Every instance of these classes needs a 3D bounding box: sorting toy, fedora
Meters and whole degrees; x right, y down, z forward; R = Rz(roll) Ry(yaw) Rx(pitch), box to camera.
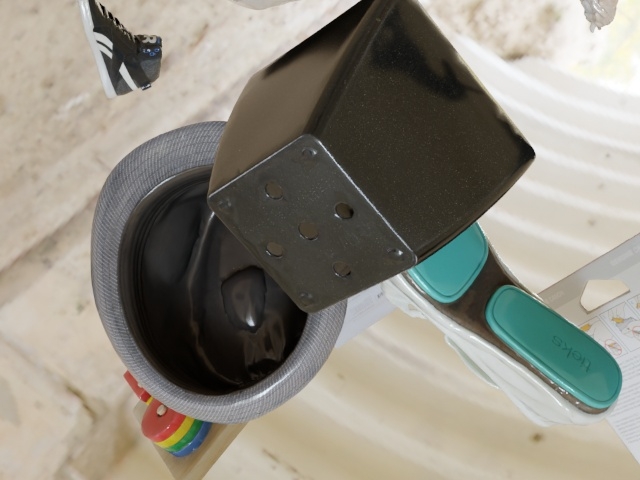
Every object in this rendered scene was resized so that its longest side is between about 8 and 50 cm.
[{"bbox_3d":[-0.183,0.197,1.745,0.257,0.089,0.255,-51,-150,-2],"label":"sorting toy"},{"bbox_3d":[-0.085,0.034,1.114,0.244,0.275,0.124,-23,168,10],"label":"fedora"}]

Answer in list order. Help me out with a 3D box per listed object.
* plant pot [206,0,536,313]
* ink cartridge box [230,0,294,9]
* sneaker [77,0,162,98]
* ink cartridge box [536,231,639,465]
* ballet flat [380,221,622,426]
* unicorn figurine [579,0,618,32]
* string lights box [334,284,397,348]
[{"bbox_3d":[0.024,-0.054,0.914,0.188,0.187,0.167,-28,-160,40],"label":"plant pot"},{"bbox_3d":[-0.029,-0.471,1.252,0.285,0.166,0.395,7,-100,63],"label":"ink cartridge box"},{"bbox_3d":[-0.334,-0.351,1.989,0.121,0.079,0.217,-16,133,-5],"label":"sneaker"},{"bbox_3d":[0.396,0.119,1.342,0.066,0.261,0.296,-35,176,-30],"label":"ink cartridge box"},{"bbox_3d":[0.149,0.063,1.270,0.139,0.400,0.139,-46,-177,3],"label":"ballet flat"},{"bbox_3d":[0.202,-0.224,0.857,0.060,0.111,0.162,-46,180,-36],"label":"unicorn figurine"},{"bbox_3d":[0.000,0.000,1.549,0.133,0.259,0.077,-33,147,-7],"label":"string lights box"}]
